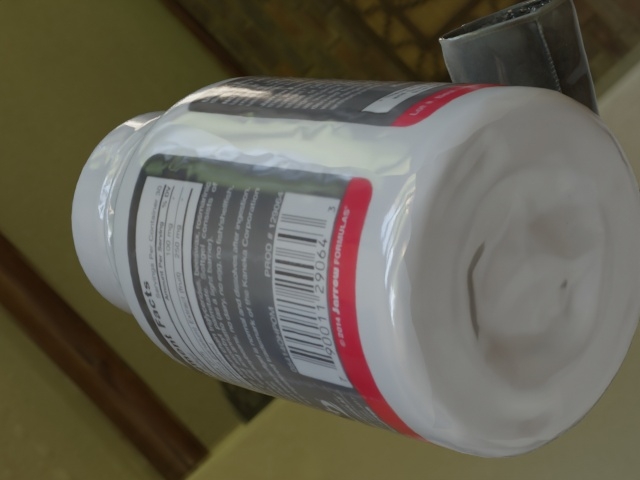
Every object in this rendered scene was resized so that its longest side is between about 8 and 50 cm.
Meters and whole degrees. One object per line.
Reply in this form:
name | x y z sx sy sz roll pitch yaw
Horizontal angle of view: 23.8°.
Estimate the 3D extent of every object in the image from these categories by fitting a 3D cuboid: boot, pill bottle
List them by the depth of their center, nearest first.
pill bottle | 0.000 0.000 0.816 0.176 0.176 0.319 34 165 -37
boot | 0.193 -0.076 1.084 0.076 0.190 0.208 -9 100 67
